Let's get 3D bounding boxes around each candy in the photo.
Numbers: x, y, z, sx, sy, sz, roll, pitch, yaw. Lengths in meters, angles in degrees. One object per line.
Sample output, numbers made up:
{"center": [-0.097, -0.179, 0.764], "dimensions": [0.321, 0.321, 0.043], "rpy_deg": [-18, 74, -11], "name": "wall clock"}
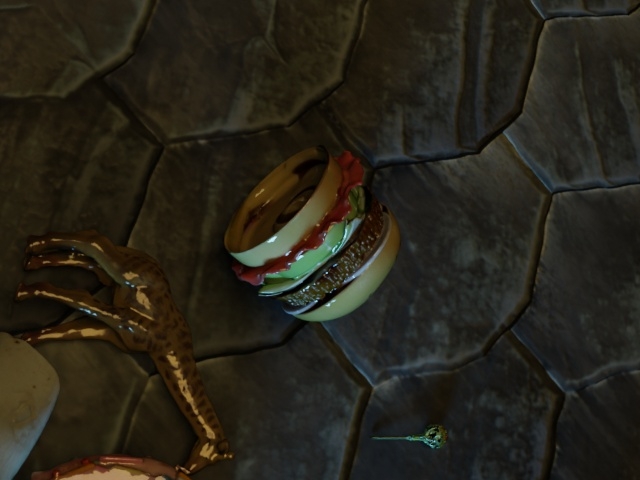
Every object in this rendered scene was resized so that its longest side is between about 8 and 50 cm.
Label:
{"center": [0.093, 0.203, 0.939], "dimensions": [0.083, 0.025, 0.023], "rpy_deg": [5, 31, -12], "name": "candy"}

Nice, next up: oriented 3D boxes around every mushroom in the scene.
{"center": [-0.293, 0.180, 0.719], "dimensions": [0.116, 0.093, 0.225], "rpy_deg": [1, 44, 13], "name": "mushroom"}

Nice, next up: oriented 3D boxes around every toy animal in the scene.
{"center": [-0.173, 0.096, 0.844], "dimensions": [0.275, 0.054, 0.149], "rpy_deg": [37, 68, -10], "name": "toy animal"}

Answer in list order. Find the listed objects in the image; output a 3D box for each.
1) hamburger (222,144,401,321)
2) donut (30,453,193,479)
{"center": [0.001, 0.001, 0.881], "dimensions": [0.137, 0.175, 0.175], "rpy_deg": [43, 64, -21], "name": "hamburger"}
{"center": [-0.182, 0.283, 0.770], "dimensions": [0.233, 0.085, 0.199], "rpy_deg": [17, 71, -17], "name": "donut"}
